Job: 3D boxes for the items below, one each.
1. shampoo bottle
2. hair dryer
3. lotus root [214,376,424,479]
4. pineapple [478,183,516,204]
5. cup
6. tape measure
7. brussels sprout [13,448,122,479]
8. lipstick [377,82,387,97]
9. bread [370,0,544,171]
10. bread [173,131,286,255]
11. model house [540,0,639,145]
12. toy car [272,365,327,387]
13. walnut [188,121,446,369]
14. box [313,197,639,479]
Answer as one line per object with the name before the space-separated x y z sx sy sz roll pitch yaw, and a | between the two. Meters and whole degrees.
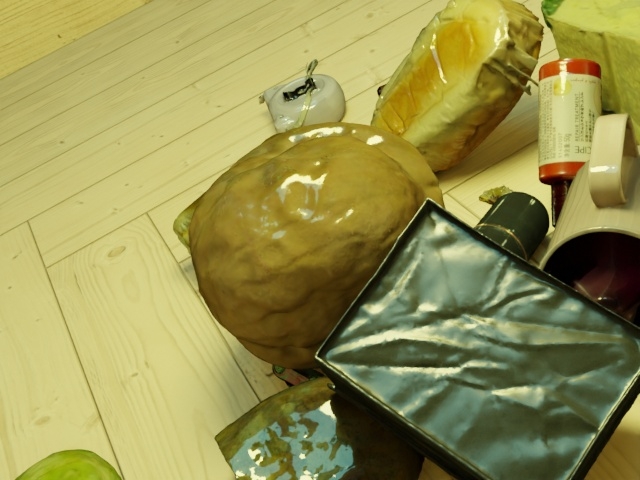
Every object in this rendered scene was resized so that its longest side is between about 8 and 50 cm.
shampoo bottle | 0.416 -0.156 1.615 0.104 0.104 0.278 -2 82 28
hair dryer | 0.204 -0.003 1.659 0.352 0.107 0.189 6 42 43
lotus root | 0.015 0.292 1.333 0.260 0.149 0.267 -31 38 -9
pineapple | 0.327 -0.079 1.744 0.045 0.019 0.083 -40 35 -17
cup | 0.413 -0.011 1.369 0.208 0.288 0.273 -32 15 39
tape measure | -0.036 -0.313 2.189 0.178 0.105 0.196 -26 34 -4
brussels sprout | -0.388 0.400 1.405 0.223 0.161 0.223 -12 31 7
lipstick | 0.296 -0.379 2.124 0.357 0.057 0.057 -22 35 2
bread | 0.254 -0.290 1.801 0.389 0.183 0.236 -41 52 39
bread | -0.077 -0.069 1.806 0.341 0.210 0.300 -38 39 -20
model house | 0.581 -0.327 1.705 0.261 0.266 0.321 -34 36 -16
toy car | -0.019 0.222 1.515 0.142 0.069 0.055 23 96 45
walnut | -0.013 0.005 1.467 0.384 0.383 0.383 -16 36 12
box | 0.200 0.158 1.190 0.345 0.204 0.251 33 77 21
